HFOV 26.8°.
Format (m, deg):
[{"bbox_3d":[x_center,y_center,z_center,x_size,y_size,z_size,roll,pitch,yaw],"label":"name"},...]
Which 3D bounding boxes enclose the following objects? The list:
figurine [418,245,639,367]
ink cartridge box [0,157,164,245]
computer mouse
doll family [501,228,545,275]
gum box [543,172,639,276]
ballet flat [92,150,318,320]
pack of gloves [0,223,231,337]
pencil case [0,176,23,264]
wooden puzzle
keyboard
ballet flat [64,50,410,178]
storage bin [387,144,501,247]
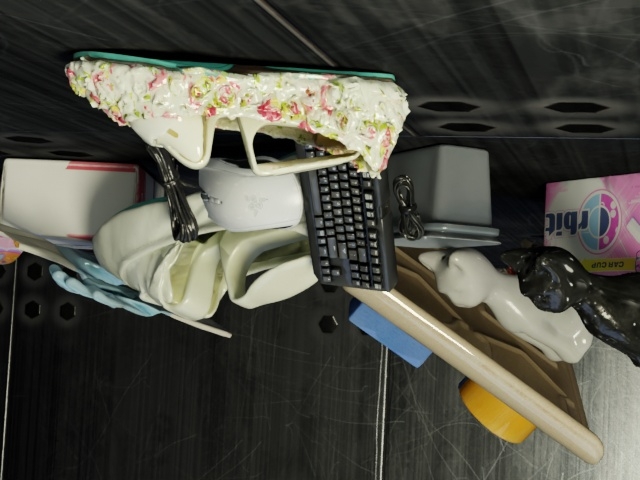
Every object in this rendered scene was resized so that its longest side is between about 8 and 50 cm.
[{"bbox_3d":[0.226,0.053,1.343,0.209,0.092,0.215,24,166,-31],"label":"figurine"},{"bbox_3d":[-0.281,-0.039,1.612,0.158,0.092,0.218,3,177,1],"label":"ink cartridge box"},{"bbox_3d":[-0.092,-0.044,1.225,0.042,0.106,0.193,-21,-163,-39],"label":"computer mouse"},{"bbox_3d":[0.330,0.011,1.596,0.263,0.118,0.163,5,-149,31],"label":"doll family"},{"bbox_3d":[0.321,-0.012,1.429,0.062,0.107,0.188,5,175,-30],"label":"gum box"},{"bbox_3d":[-0.101,0.011,1.353,0.400,0.139,0.139,-17,164,39],"label":"ballet flat"},{"bbox_3d":[-0.240,0.058,1.467,0.195,0.046,0.232,30,-175,41],"label":"pack of gloves"},{"bbox_3d":[-0.500,-0.039,1.647,0.284,0.124,0.124,7,174,-34],"label":"pencil case"},{"bbox_3d":[0.145,0.094,1.472,0.322,0.080,0.348,36,-165,-11],"label":"wooden puzzle"},{"bbox_3d":[0.036,-0.028,1.169,0.108,0.180,0.023,3,-140,14],"label":"keyboard"},{"bbox_3d":[-0.057,-0.084,0.924,0.240,0.077,0.091,4,177,-4],"label":"ballet flat"},{"bbox_3d":[0.117,-0.041,1.296,0.098,0.091,0.135,5,176,-26],"label":"storage bin"}]
